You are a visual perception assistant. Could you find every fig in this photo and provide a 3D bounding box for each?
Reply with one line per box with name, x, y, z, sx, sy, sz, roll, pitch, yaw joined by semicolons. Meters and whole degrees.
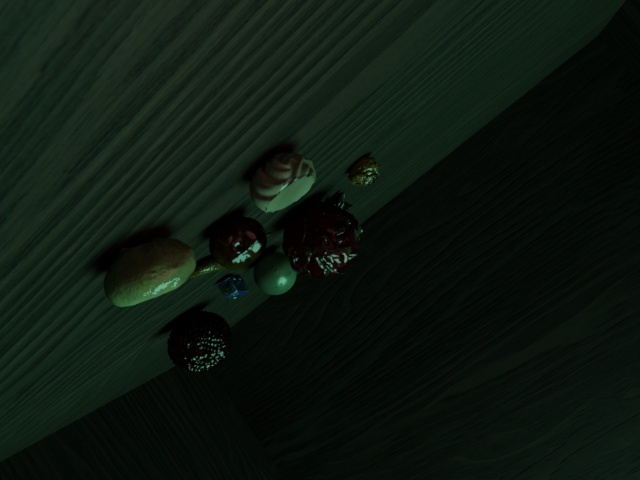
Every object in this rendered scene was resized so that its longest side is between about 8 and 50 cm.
fig;-0.258;0.012;1.400;0.170;0.145;0.274;-33;-175;-14

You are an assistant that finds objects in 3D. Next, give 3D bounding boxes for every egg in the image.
egg;-0.214;0.156;2.146;0.203;0.202;0.282;-35;176;-13

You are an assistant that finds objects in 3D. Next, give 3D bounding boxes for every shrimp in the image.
shrimp;-0.388;0.088;1.587;0.133;0.051;0.188;-18;-179;42

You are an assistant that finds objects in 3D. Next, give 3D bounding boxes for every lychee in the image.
lychee;-0.581;0.482;2.192;0.306;0.306;0.330;-38;-160;9

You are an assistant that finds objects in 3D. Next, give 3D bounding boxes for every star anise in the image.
star anise;0.045;-0.126;2.054;0.209;0.089;0.231;-19;159;-27

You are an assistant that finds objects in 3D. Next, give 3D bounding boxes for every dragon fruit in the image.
dragon fruit;0.000;0.002;1.831;0.329;0.329;0.329;-36;173;-6

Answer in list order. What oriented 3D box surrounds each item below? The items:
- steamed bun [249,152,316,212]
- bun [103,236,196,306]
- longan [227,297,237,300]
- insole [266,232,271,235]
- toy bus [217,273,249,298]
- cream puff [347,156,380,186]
steamed bun;-0.099;-0.156;1.153;0.183;0.106;0.183;-37;169;-8
bun;-0.400;0.057;1.054;0.223;0.127;0.222;-19;-162;7
longan;-0.456;0.274;2.330;0.083;0.075;0.075;8;-160;32
insole;-0.275;0.027;1.838;0.193;0.006;0.065;-38;172;9
toy bus;-0.395;0.213;2.089;0.079;0.094;0.236;-37;173;1
cream puff;0.172;-0.263;1.772;0.133;0.104;0.119;-36;179;3
